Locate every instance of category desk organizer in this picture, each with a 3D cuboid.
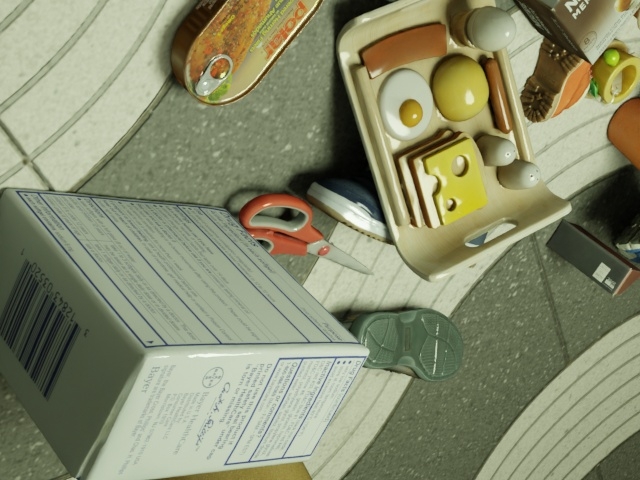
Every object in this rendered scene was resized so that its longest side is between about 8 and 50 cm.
[{"bbox_3d":[0.392,0.026,1.854,0.050,0.130,0.047,12,114,-51],"label":"desk organizer"}]

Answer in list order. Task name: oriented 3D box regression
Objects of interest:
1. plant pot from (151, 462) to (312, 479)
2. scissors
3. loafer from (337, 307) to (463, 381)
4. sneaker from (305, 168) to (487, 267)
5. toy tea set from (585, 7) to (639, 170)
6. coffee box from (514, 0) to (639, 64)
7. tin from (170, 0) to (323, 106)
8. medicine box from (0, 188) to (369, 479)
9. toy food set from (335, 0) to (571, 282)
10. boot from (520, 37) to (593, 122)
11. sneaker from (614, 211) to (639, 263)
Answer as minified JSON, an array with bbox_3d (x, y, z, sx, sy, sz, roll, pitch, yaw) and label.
[{"bbox_3d":[-0.085,0.358,1.582,0.237,0.254,0.237,-25,138,-25],"label":"plant pot"},{"bbox_3d":[0.000,0.000,1.515,0.297,0.021,0.109,9,129,-48],"label":"scissors"},{"bbox_3d":[0.095,0.131,1.718,0.267,0.084,0.096,16,80,-54],"label":"loafer"},{"bbox_3d":[0.112,-0.070,1.518,0.282,0.099,0.153,16,103,-44],"label":"sneaker"},{"bbox_3d":[0.454,-0.210,1.705,0.200,0.124,0.336,-48,144,1],"label":"toy tea set"},{"bbox_3d":[0.332,-0.345,1.480,0.246,0.098,0.141,-51,142,3],"label":"coffee box"},{"bbox_3d":[-0.068,-0.215,1.256,0.190,0.040,0.106,-50,139,4],"label":"tin"},{"bbox_3d":[-0.151,0.087,1.257,0.289,0.263,0.149,5,120,-46],"label":"medicine box"},{"bbox_3d":[0.159,-0.132,1.427,0.219,0.092,0.306,-26,109,-27],"label":"toy food set"},{"bbox_3d":[0.312,-0.221,1.616,0.084,0.059,0.158,-14,140,-41],"label":"boot"},{"bbox_3d":[0.515,0.006,1.864,0.130,0.147,0.330,-51,166,7],"label":"sneaker"}]
